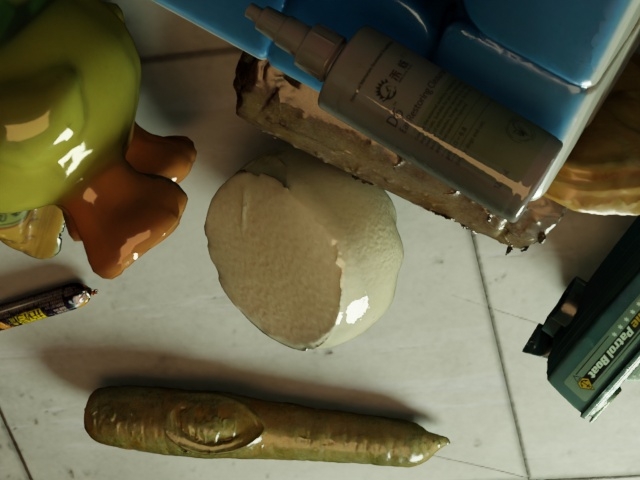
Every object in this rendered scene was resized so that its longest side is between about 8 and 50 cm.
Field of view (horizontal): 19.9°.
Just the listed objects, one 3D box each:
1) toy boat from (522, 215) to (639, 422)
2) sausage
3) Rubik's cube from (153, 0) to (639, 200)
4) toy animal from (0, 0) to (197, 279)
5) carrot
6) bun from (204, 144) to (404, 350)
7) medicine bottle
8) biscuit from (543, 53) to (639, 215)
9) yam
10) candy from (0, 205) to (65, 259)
[{"bbox_3d":[0.288,0.029,1.450,0.122,0.114,0.296,34,134,-2],"label":"toy boat"},{"bbox_3d":[-0.288,0.071,1.678,0.198,0.025,0.028,-16,125,24],"label":"sausage"},{"bbox_3d":[0.102,-0.256,1.126,0.292,0.291,0.290,29,131,10],"label":"Rubik's cube"},{"bbox_3d":[-0.246,-0.136,1.382,0.191,0.216,0.338,-27,112,17],"label":"toy animal"},{"bbox_3d":[-0.051,0.175,1.688,0.342,0.070,0.070,4,129,7],"label":"carrot"},{"bbox_3d":[0.000,0.000,1.497,0.173,0.120,0.172,24,126,36],"label":"bun"},{"bbox_3d":[0.042,-0.084,1.050,0.199,0.057,0.057,32,129,6],"label":"medicine bottle"},{"bbox_3d":[0.194,-0.094,1.284,0.376,0.269,0.051,-2,116,-28],"label":"biscuit"},{"bbox_3d":[0.070,-0.092,1.410,0.280,0.131,0.131,24,129,-7],"label":"yam"},{"bbox_3d":[-0.336,-0.067,1.534,0.271,0.101,0.143,19,136,-10],"label":"candy"}]
